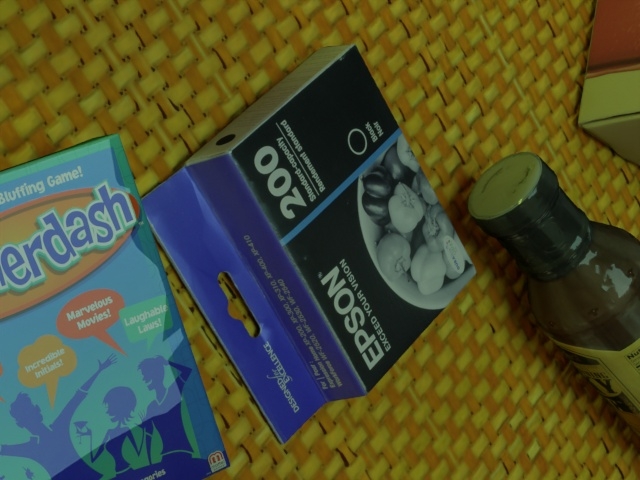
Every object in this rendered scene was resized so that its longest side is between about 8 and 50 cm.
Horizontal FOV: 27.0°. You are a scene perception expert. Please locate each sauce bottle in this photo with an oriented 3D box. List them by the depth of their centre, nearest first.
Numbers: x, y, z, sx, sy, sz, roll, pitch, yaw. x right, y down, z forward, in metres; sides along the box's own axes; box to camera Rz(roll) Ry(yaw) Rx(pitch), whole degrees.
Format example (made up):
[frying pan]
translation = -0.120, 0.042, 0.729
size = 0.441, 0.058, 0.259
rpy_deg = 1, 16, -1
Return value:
[sauce bottle]
translation = 0.245, 0.062, 1.101
size = 0.344, 0.111, 0.111
rpy_deg = 46, 58, -27

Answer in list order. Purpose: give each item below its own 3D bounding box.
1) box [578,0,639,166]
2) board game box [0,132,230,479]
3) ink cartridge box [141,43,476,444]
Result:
[box]
translation = 0.336, -0.188, 1.196
size = 0.148, 0.127, 0.232
rpy_deg = 25, 69, -38
[board game box]
translation = -0.158, 0.063, 0.758
size = 0.160, 0.047, 0.210
rpy_deg = -23, 100, -26
[ink cartridge box]
translation = 0.000, 0.000, 0.932
size = 0.208, 0.045, 0.206
rpy_deg = -44, 114, -34
